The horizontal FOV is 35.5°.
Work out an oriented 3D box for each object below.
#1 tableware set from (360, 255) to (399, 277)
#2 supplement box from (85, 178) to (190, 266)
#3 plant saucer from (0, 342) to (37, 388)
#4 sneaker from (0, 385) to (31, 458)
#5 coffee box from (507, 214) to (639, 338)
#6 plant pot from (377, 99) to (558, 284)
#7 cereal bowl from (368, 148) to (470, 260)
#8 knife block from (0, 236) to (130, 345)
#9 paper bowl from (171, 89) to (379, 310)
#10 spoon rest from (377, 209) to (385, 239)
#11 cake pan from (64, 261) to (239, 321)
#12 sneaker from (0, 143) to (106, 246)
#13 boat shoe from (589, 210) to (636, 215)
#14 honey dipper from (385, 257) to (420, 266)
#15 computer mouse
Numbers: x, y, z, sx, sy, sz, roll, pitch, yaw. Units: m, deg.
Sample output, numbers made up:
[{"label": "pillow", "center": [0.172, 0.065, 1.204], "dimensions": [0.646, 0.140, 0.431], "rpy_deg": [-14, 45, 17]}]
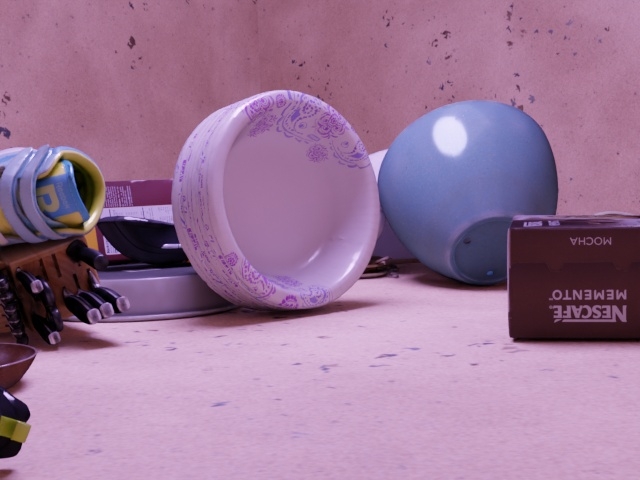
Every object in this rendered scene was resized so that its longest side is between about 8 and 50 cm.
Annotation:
[{"label": "tableware set", "center": [0.077, 0.039, 1.789], "dimensions": [0.128, 0.039, 0.194], "rpy_deg": [-2, 4, 3]}, {"label": "supplement box", "center": [-0.316, -0.007, 1.617], "dimensions": [0.194, 0.129, 0.191], "rpy_deg": [-4, -15, -28]}, {"label": "plant saucer", "center": [-0.337, 0.117, 0.885], "dimensions": [0.168, 0.029, 0.168], "rpy_deg": [-1, 4, 0]}, {"label": "sneaker", "center": [-0.274, 0.118, 0.680], "dimensions": [0.097, 0.084, 0.234], "rpy_deg": [26, -15, -39]}, {"label": "coffee box", "center": [0.303, 0.034, 1.156], "dimensions": [0.168, 0.119, 0.297], "rpy_deg": [0, 4, 13]}, {"label": "plant pot", "center": [0.245, -0.043, 1.560], "dimensions": [0.290, 0.290, 0.195], "rpy_deg": [-2, 39, -6]}, {"label": "cereal bowl", "center": [0.175, -0.080, 1.827], "dimensions": [0.338, 0.141, 0.339], "rpy_deg": [0, -22, 0]}, {"label": "knife block", "center": [-0.309, 0.038, 1.196], "dimensions": [0.242, 0.088, 0.276], "rpy_deg": [-7, 18, 16]}, {"label": "paper bowl", "center": [-0.068, -0.046, 1.328], "dimensions": [0.284, 0.284, 0.148], "rpy_deg": [-5, -4, -42]}, {"label": "spoon rest", "center": [0.000, 0.000, 1.675], "dimensions": [0.276, 0.084, 0.137], "rpy_deg": [-18, -16, -42]}, {"label": "cake pan", "center": [-0.248, 0.068, 1.410], "dimensions": [0.293, 0.054, 0.293], "rpy_deg": [-2, 4, 0]}, {"label": "sneaker", "center": [-0.383, -0.032, 1.114], "dimensions": [0.208, 0.127, 0.319], "rpy_deg": [1, 25, 42]}, {"label": "boat shoe", "center": [0.486, 0.008, 1.815], "dimensions": [0.257, 0.095, 0.095], "rpy_deg": [-8, 18, -8]}, {"label": "honey dipper", "center": [0.201, 0.036, 1.877], "dimensions": [0.160, 0.031, 0.030], "rpy_deg": [-3, 3, 14]}, {"label": "computer mouse", "center": [-0.181, 0.009, 1.446], "dimensions": [0.262, 0.060, 0.184], "rpy_deg": [10, -9, -38]}]
